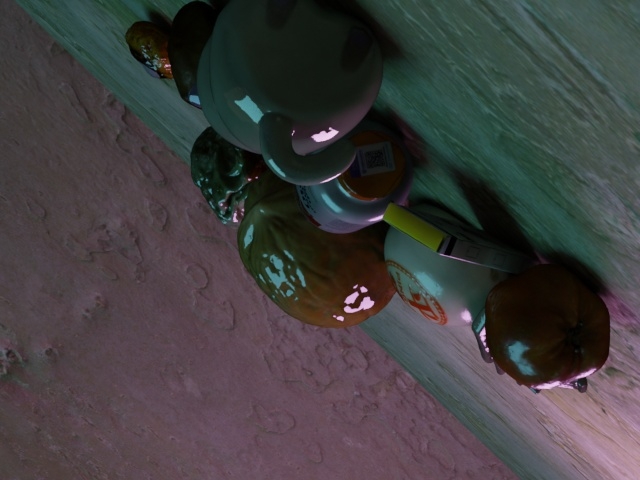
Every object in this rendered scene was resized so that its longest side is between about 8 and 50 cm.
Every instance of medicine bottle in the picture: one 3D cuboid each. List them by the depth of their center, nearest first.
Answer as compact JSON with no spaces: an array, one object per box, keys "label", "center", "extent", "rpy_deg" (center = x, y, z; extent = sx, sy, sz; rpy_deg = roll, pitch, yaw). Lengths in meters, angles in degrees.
[{"label":"medicine bottle","center":[0.051,-0.098,1.635],"extent":[0.157,0.157,0.288],"rpy_deg":[43,171,-3]}]

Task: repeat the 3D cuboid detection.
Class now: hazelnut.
[{"label":"hazelnut","center":[-0.165,-0.298,1.717],"extent":[0.170,0.160,0.202],"rpy_deg":[81,180,-58]}]

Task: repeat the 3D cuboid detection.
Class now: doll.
[{"label":"doll","center":[-0.052,-0.213,1.390],"extent":[0.215,0.226,0.370],"rpy_deg":[13,-171,-14]}]

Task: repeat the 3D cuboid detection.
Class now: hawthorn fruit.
[{"label":"hawthorn fruit","center":[0.313,0.117,1.499],"extent":[0.189,0.189,0.189],"rpy_deg":[41,172,7]}]

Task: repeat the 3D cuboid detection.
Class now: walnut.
[{"label":"walnut","center":[0.000,0.000,1.917],"extent":[0.333,0.333,0.333],"rpy_deg":[41,172,7]}]

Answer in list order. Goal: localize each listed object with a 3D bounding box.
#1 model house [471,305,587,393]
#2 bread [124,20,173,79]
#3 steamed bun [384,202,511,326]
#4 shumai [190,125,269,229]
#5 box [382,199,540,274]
[{"label":"model house","center":[0.355,0.173,1.729],"extent":[0.188,0.122,0.229],"rpy_deg":[36,167,24]},{"label":"bread","center":[-0.333,-0.392,2.196],"extent":[0.139,0.095,0.269],"rpy_deg":[46,-175,-9]},{"label":"steamed bun","center":[0.196,0.055,1.775],"extent":[0.232,0.145,0.232],"rpy_deg":[41,172,7]},{"label":"shumai","center":[-0.146,-0.174,2.295],"extent":[0.225,0.222,0.261],"rpy_deg":[16,-138,-37]},{"label":"box","center":[0.214,0.002,1.551],"extent":[0.247,0.033,0.129],"rpy_deg":[14,-166,-43]}]
